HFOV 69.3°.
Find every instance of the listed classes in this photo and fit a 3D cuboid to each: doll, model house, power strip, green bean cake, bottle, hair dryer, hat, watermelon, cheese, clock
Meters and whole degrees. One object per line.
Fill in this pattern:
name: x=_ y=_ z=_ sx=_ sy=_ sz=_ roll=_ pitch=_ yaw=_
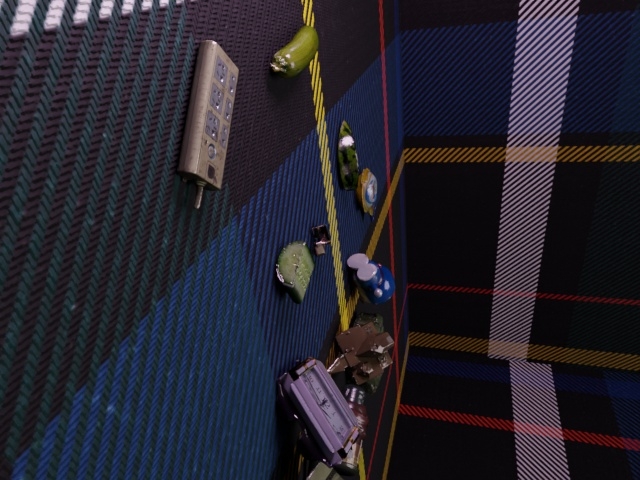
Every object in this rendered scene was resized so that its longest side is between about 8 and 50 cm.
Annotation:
doll: x=0.189 y=0.154 z=1.773 sx=0.257 sy=0.161 sz=0.215 roll=46 pitch=16 yaw=-50
model house: x=0.000 y=0.000 z=1.318 sx=0.058 sy=0.057 sz=0.084 roll=167 pitch=-94 yaw=-81
power strip: x=-0.177 y=-0.178 z=0.733 sx=0.092 sy=0.034 sz=0.268 roll=38 pitch=56 yaw=-70
green bean cake: x=0.182 y=0.438 z=1.840 sx=0.241 sy=0.131 sz=0.255 roll=-48 pitch=138 yaw=-58
bottle: x=0.075 y=0.605 z=1.505 sx=0.156 sy=0.143 sz=0.272 roll=33 pitch=55 yaw=-24
hair dryer: x=-0.029 y=0.658 z=1.325 sx=0.114 sy=0.070 sz=0.248 roll=-6 pitch=107 yaw=-73
hat: x=0.010 y=0.658 z=1.149 sx=0.257 sy=0.130 sz=0.257 roll=-49 pitch=159 yaw=-26
watermelon: x=0.089 y=-0.272 z=1.555 sx=0.119 sy=0.063 sz=0.245 roll=-94 pitch=174 yaw=-68
cheese: x=0.191 y=-0.181 z=1.859 sx=0.270 sy=0.069 sz=0.177 roll=66 pitch=32 yaw=-56
clock: x=-0.008 y=0.420 z=1.163 sx=0.253 sy=0.083 sz=0.186 roll=57 pitch=13 yaw=11
model house: x=0.114 y=0.391 z=1.556 sx=0.248 sy=0.176 sz=0.181 roll=-19 pitch=78 yaw=-41

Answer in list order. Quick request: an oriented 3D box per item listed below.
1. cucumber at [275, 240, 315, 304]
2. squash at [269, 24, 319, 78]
cucumber: x=-0.063 y=0.075 z=1.098 sx=0.115 sy=0.062 sz=0.117 roll=64 pitch=40 yaw=-54
squash: x=-0.051 y=-0.424 z=1.050 sx=0.258 sy=0.069 sz=0.069 roll=-68 pitch=154 yaw=-46
